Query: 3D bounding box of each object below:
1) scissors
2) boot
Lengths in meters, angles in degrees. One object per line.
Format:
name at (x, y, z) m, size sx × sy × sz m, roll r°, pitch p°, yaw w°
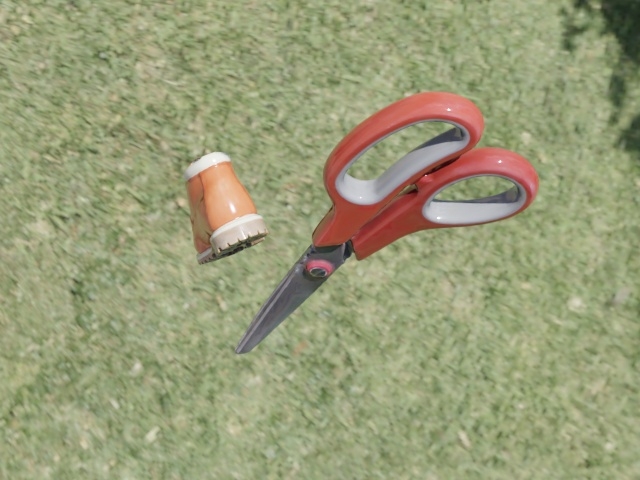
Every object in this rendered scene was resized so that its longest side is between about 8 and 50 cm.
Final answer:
scissors at (0.000, 0.000, 0.691) m, size 0.109 × 0.297 × 0.021 m, roll 25°, pitch 53°, yaw -32°
boot at (-0.086, -0.028, 0.990) m, size 0.059 × 0.158 × 0.084 m, roll -24°, pitch 86°, yaw -15°
